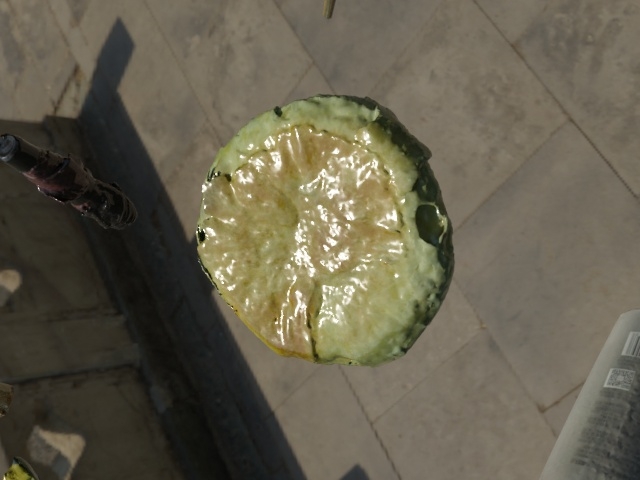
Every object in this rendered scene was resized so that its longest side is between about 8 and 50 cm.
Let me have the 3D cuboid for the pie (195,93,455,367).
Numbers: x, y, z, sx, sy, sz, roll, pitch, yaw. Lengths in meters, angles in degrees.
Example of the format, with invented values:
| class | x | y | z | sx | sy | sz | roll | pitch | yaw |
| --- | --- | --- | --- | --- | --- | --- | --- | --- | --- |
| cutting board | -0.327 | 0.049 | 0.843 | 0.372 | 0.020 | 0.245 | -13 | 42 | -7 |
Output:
| class | x | y | z | sx | sy | sz | roll | pitch | yaw |
| --- | --- | --- | --- | --- | --- | --- | --- | --- | --- |
| pie | 0.000 | 0.000 | 0.806 | 0.306 | 0.071 | 0.306 | 8 | 111 | 22 |

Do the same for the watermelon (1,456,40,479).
| class | x | y | z | sx | sy | sz | roll | pitch | yaw |
| --- | --- | --- | --- | --- | --- | --- | --- | --- | --- |
| watermelon | -0.558 | 0.522 | 1.356 | 0.123 | 0.129 | 0.301 | 26 | 85 | 52 |

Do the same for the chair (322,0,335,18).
| class | x | y | z | sx | sy | sz | roll | pitch | yaw |
| --- | --- | --- | --- | --- | --- | --- | --- | --- | --- |
| chair | -0.027 | -0.424 | 0.908 | 0.272 | 0.188 | 0.166 | 104 | -175 | -64 |

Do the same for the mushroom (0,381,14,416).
| class | x | y | z | sx | sy | sz | roll | pitch | yaw |
| --- | --- | --- | --- | --- | --- | --- | --- | --- | --- |
| mushroom | -0.732 | 0.305 | 1.610 | 0.204 | 0.204 | 0.204 | 0 | 90 | 45 |

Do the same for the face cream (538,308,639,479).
| class | x | y | z | sx | sy | sz | roll | pitch | yaw |
| --- | --- | --- | --- | --- | --- | --- | --- | --- | --- |
| face cream | 0.262 | 0.177 | 0.675 | 0.107 | 0.269 | 0.073 | 14 | 139 | 29 |

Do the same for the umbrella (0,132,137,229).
| class | x | y | z | sx | sy | sz | roll | pitch | yaw |
| --- | --- | --- | --- | --- | --- | --- | --- | --- | --- |
| umbrella | -0.463 | -0.108 | 1.448 | 0.090 | 0.326 | 0.094 | 24 | 80 | 33 |
